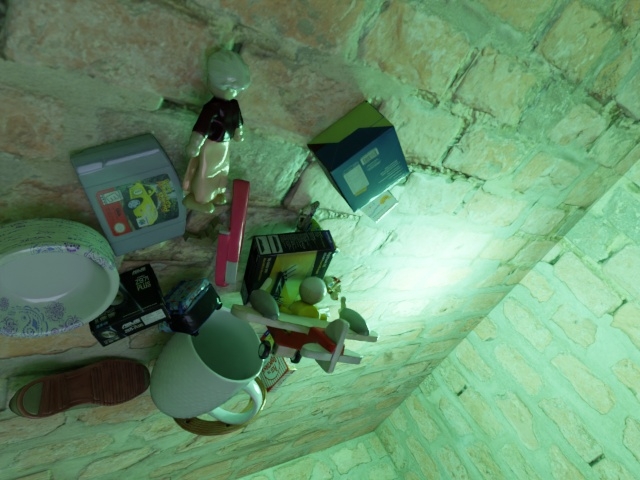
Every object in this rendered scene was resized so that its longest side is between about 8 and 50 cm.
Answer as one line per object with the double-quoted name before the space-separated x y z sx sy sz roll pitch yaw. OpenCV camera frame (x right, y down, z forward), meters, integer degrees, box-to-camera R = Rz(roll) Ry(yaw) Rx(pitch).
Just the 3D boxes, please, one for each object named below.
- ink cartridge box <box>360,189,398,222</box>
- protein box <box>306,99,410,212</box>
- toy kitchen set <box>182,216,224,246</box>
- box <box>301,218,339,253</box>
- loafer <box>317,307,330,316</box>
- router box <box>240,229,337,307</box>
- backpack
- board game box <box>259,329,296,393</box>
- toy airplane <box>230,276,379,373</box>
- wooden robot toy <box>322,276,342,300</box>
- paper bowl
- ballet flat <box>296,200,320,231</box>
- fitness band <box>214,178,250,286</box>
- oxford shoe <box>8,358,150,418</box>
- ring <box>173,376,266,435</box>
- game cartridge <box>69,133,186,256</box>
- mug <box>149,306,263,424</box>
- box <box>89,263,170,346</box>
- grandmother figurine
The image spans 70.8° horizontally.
"ink cartridge box" 0.181 -0.127 1.456 0.104 0.062 0.181 -43 144 12
"protein box" 0.108 -0.222 1.223 0.199 0.136 0.201 -36 145 2
"toy kitchen set" -0.304 -0.017 1.191 0.075 0.068 0.083 17 120 -48
"box" 0.000 0.000 1.466 0.059 0.054 0.169 -36 144 4
"loafer" -0.013 0.286 1.811 0.125 0.039 0.045 14 155 -40
"router box" -0.109 0.099 1.415 0.242 0.081 0.309 -6 144 -23
"backpack" -0.397 0.190 1.295 0.173 0.158 0.117 -6 118 30
"board game box" -0.187 0.461 1.734 0.045 0.194 0.147 14 122 -47
"toy airplane" -0.030 0.239 1.341 0.383 0.273 0.386 6 166 15
"wooden robot toy" 0.049 0.188 1.703 0.076 0.079 0.173 -43 144 12
"paper bowl" -0.602 0.068 0.982 0.284 0.148 0.284 -21 142 -17
"ballet flat" -0.041 -0.075 1.362 0.041 0.041 0.114 2 130 -40
"fitness band" -0.222 -0.014 1.142 0.054 0.209 0.291 9 125 -9
"oxford shoe" -0.723 0.446 1.379 0.146 0.141 0.396 -19 162 36
"ring" -0.361 0.573 1.614 0.336 0.336 0.032 -13 116 -27
"game cartridge" -0.414 -0.095 1.028 0.195 0.060 0.294 -24 144 -21
"mug" -0.353 0.446 1.451 0.328 0.374 0.276 -44 -173 25
"box" -0.505 0.165 1.174 0.180 0.147 0.078 -22 143 -15
"grandmother figurine" -0.226 -0.228 0.963 0.103 0.208 0.343 19 119 0
